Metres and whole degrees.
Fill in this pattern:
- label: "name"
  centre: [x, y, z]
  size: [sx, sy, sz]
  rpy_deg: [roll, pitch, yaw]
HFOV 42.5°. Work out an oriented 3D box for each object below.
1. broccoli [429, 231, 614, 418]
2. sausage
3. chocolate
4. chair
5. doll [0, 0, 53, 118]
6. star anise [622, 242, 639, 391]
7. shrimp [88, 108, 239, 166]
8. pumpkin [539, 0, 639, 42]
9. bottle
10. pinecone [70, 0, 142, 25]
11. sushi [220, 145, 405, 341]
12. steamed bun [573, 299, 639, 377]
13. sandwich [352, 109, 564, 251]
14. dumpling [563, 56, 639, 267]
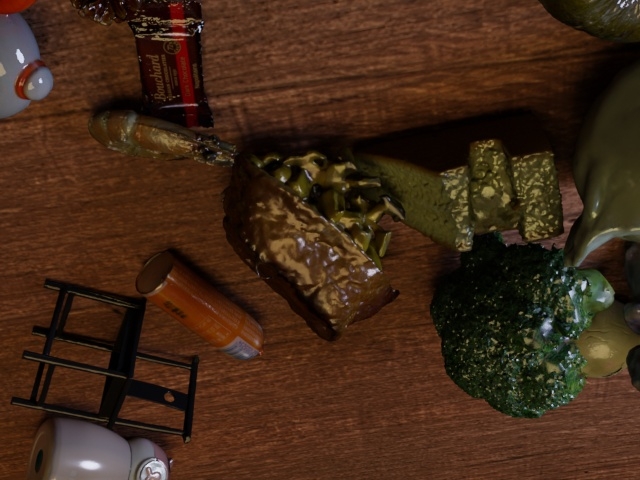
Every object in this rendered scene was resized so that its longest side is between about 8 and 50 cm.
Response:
- label: "broccoli"
  centre: [0.289, 0.097, 1.110]
  size: [0.269, 0.254, 0.269]
  rpy_deg: [-25, 167, -6]
- label: "sausage"
  centre: [-0.157, 0.106, 1.179]
  size: [0.071, 0.071, 0.234]
  rpy_deg: [-28, 130, 23]
- label: "chocolate"
  centre: [-0.164, -0.189, 0.909]
  size: [0.086, 0.028, 0.182]
  rpy_deg: [-4, 139, -3]
- label: "chair"
  centre: [-0.291, 0.179, 1.188]
  size: [0.260, 0.155, 0.141]
  rpy_deg: [15, 133, -16]
- label: "doll"
  centre: [-0.346, -0.231, 0.795]
  size: [0.199, 0.105, 0.337]
  rpy_deg: [21, 134, 8]
- label: "star anise"
  centre: [0.526, 0.149, 1.163]
  size: [0.360, 0.315, 0.139]
  rpy_deg: [60, 149, -3]
- label: "shrimp"
  centre: [-0.182, -0.108, 0.949]
  size: [0.180, 0.041, 0.099]
  rpy_deg: [11, 156, 10]
- label: "pumpkin"
  centre: [0.289, -0.280, 0.751]
  size: [0.218, 0.162, 0.219]
  rpy_deg: [0, 139, 0]
- label: "bottle"
  centre: [-0.367, 0.391, 1.411]
  size: [0.236, 0.148, 0.147]
  rpy_deg: [17, 133, -29]
- label: "pinecone"
  centre: [-0.208, -0.258, 0.779]
  size: [0.102, 0.110, 0.102]
  rpy_deg: [3, 159, 1]
- label: "sushi"
  centre: [-0.001, -0.002, 1.018]
  size: [0.179, 0.167, 0.296]
  rpy_deg: [-45, 102, -11]
- label: "steamed bun"
  centre: [0.420, 0.154, 1.246]
  size: [0.112, 0.091, 0.130]
  rpy_deg: [30, 127, -27]
- label: "sandwich"
  centre: [0.162, -0.068, 0.984]
  size: [0.235, 0.128, 0.122]
  rpy_deg: [-10, 127, 6]
- label: "dumpling"
  centre: [0.407, -0.119, 0.899]
  size: [0.320, 0.270, 0.212]
  rpy_deg: [-11, 114, 16]
